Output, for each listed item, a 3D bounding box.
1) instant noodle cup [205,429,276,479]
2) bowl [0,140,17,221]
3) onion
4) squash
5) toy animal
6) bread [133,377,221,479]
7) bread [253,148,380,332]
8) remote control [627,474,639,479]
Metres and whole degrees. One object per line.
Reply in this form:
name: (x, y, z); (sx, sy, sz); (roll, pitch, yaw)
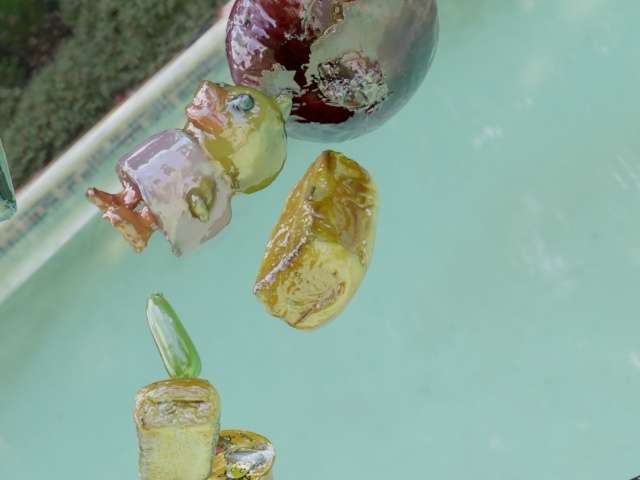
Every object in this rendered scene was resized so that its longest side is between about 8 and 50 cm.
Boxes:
instant noodle cup: (-0.161, 0.429, 1.772); (0.216, 0.172, 0.216); (-10, 20, 4)
bowl: (-0.466, -0.105, 1.019); (0.354, 0.185, 0.354); (-5, -7, -1)
onion: (0.032, -0.281, 1.668); (0.348, 0.348, 0.285); (-39, 41, 15)
squash: (-0.271, 0.178, 2.016); (0.066, 0.201, 0.066); (-21, -29, -12)
toy animal: (-0.147, -0.096, 1.416); (0.281, 0.169, 0.195); (-46, 41, -4)
bread: (-0.184, 0.248, 1.423); (0.211, 0.114, 0.083); (104, 161, -56)
bread: (0.000, 0.000, 1.623); (0.167, 0.132, 0.294); (-56, 10, 31)
remote control: (0.616, 0.423, 1.944); (0.245, 0.025, 0.063); (-23, 45, -3)
